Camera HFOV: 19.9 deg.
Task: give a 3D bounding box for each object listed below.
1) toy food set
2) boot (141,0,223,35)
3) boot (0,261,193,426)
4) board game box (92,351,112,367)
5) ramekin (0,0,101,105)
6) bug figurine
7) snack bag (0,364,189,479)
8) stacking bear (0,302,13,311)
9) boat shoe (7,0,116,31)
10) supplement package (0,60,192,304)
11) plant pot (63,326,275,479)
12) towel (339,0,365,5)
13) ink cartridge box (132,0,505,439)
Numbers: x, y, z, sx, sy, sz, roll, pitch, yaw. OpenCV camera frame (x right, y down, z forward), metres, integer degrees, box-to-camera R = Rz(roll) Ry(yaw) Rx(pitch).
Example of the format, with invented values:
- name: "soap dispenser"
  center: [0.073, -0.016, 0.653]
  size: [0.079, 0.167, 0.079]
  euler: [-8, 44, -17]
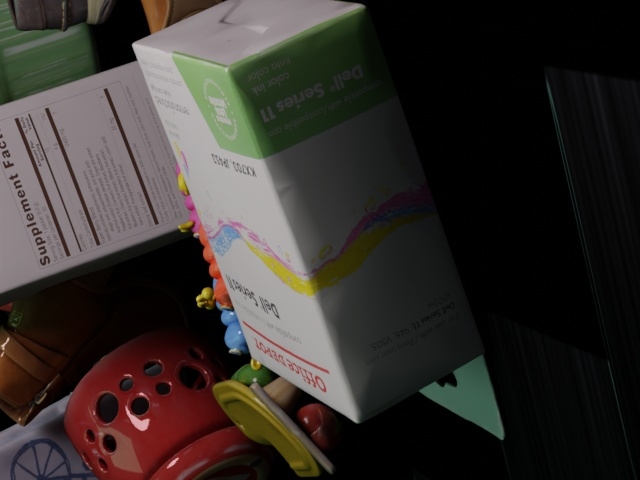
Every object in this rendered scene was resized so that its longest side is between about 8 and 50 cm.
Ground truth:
- name: "toy food set"
  center: [-0.027, 0.160, 1.755]
  size: [0.128, 0.071, 0.218]
  euler: [46, 164, -6]
- name: "boot"
  center: [-0.141, -0.220, 1.653]
  size: [0.152, 0.073, 0.197]
  euler: [-148, 52, -60]
- name: "boot"
  center: [-0.259, 0.116, 2.007]
  size: [0.109, 0.220, 0.283]
  euler: [25, 166, 23]
- name: "board game box"
  center: [-0.295, 0.170, 2.490]
  size: [0.136, 0.030, 0.260]
  euler: [-142, 38, -69]
- name: "ramekin"
  center: [-0.371, -0.243, 2.134]
  size: [0.303, 0.148, 0.303]
  euler: [54, 155, 38]
- name: "bug figurine"
  center: [-0.088, -0.006, 1.618]
  size: [0.279, 0.072, 0.216]
  euler: [90, 165, -75]
- name: "snack bag"
  center: [-0.242, 0.323, 2.125]
  size: [0.037, 0.342, 0.323]
  euler: [-2, 107, 42]
- name: "stacking bear"
  center: [-0.291, -0.038, 2.125]
  size: [0.289, 0.164, 0.175]
  euler: [132, 154, -58]
- name: "boat shoe"
  center: [-0.327, -0.378, 1.899]
  size: [0.355, 0.130, 0.132]
  euler: [65, 161, 12]
- name: "supplement package"
  center: [-0.263, -0.049, 1.817]
  size: [0.175, 0.293, 0.177]
  euler: [69, 162, 1]
- name: "plant pot"
  center: [-0.157, 0.218, 1.971]
  size: [0.174, 0.191, 0.191]
  euler: [53, 156, 30]
- name: "towel"
  center: [-0.007, -0.196, 1.365]
  size: [0.119, 0.029, 0.067]
  euler: [15, 123, 68]
- name: "ink cartridge box"
  center: [0.000, 0.000, 1.371]
  size: [0.207, 0.119, 0.353]
  euler: [23, 137, 63]
